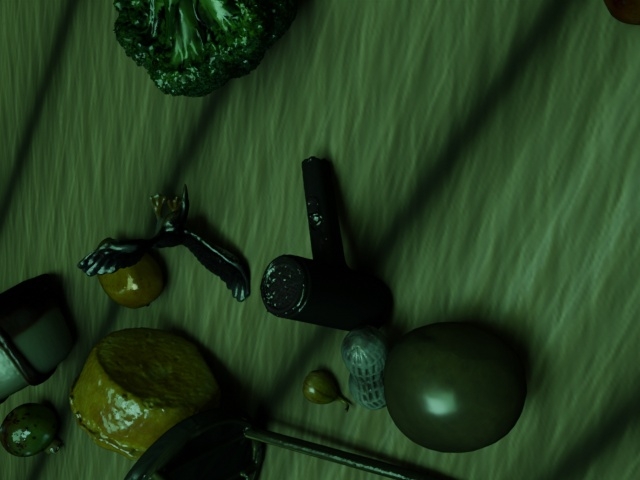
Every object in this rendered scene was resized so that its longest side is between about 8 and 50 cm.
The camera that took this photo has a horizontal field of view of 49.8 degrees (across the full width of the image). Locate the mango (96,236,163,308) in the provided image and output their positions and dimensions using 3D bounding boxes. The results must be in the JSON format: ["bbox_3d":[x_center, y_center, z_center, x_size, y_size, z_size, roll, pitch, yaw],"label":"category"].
[{"bbox_3d":[-0.355,0.062,1.256,0.165,0.089,0.115,15,107,34],"label":"mango"}]

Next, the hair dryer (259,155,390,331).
[{"bbox_3d":[0.000,0.000,0.970,0.089,0.197,0.251,-20,68,34],"label":"hair dryer"}]

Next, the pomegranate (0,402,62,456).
[{"bbox_3d":[-0.637,0.422,1.512,0.130,0.130,0.130,8,105,33],"label":"pomegranate"}]

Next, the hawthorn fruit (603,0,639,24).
[{"bbox_3d":[0.330,-0.262,0.710,0.081,0.093,0.081,10,107,34],"label":"hawthorn fruit"}]

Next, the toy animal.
[{"bbox_3d":[-0.253,-0.022,1.131,0.160,0.272,0.197,-122,40,-55],"label":"toy animal"}]

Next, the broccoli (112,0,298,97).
[{"bbox_3d":[-0.167,-0.355,0.924,0.297,0.297,0.297,-5,69,13],"label":"broccoli"}]

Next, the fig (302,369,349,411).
[{"bbox_3d":[0.010,0.239,1.074,0.083,0.050,0.050,32,118,9],"label":"fig"}]

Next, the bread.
[{"bbox_3d":[-0.293,0.258,1.164,0.268,0.268,0.145,32,113,25],"label":"bread"}]

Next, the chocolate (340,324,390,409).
[{"bbox_3d":[0.070,0.183,0.975,0.072,0.072,0.167,21,146,29],"label":"chocolate"}]

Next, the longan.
[{"bbox_3d":[0.167,0.188,0.885,0.189,0.189,0.189,8,105,33],"label":"longan"}]

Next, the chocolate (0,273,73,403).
[{"bbox_3d":[-0.628,0.218,1.392,0.283,0.283,0.186,-15,110,36],"label":"chocolate"}]

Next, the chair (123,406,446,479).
[{"bbox_3d":[-0.068,0.466,1.004,0.410,0.364,0.362,25,114,33],"label":"chair"}]
